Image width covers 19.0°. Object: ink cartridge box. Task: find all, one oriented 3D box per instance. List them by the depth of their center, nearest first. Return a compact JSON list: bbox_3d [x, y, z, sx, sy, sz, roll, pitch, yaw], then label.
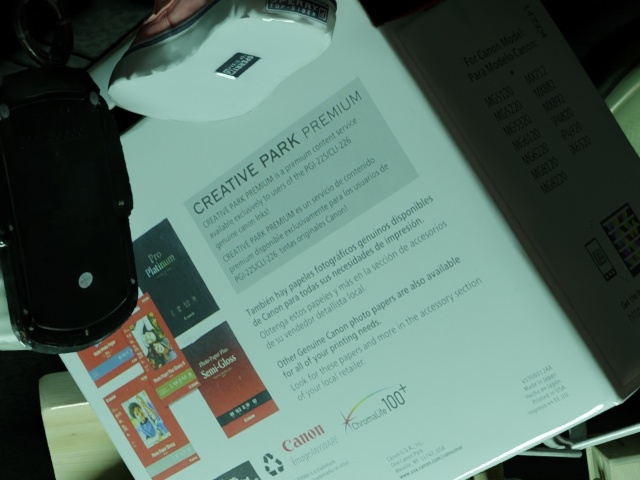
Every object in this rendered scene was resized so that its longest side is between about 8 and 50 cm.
[{"bbox_3d":[0.000,0.000,0.983,0.309,0.272,0.130,-32,180,41],"label":"ink cartridge box"}]

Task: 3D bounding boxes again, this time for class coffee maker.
[{"bbox_3d":[-0.188,-0.023,0.913,0.178,0.171,0.120,-6,162,30],"label":"coffee maker"}]

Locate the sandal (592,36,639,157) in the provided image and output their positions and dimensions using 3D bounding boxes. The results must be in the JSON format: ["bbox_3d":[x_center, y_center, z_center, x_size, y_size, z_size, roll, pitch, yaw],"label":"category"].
[{"bbox_3d":[0.270,-0.086,1.016,0.303,0.086,0.120,-20,155,21],"label":"sandal"}]

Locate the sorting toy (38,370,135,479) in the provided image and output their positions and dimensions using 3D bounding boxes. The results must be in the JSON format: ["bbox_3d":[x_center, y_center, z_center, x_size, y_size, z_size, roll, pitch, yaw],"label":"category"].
[{"bbox_3d":[-0.056,0.098,1.291,0.257,0.089,0.255,-7,156,-7],"label":"sorting toy"}]

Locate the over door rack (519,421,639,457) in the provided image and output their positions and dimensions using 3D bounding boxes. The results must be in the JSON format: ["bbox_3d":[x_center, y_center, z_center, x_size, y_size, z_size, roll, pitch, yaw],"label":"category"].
[{"bbox_3d":[0.229,0.097,1.354,0.239,0.108,0.324,-21,175,23],"label":"over door rack"}]

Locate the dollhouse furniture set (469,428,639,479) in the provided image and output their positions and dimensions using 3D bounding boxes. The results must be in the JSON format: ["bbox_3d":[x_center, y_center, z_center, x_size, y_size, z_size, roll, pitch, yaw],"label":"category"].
[{"bbox_3d":[0.158,0.258,1.551,0.242,0.161,0.212,-9,-174,-3],"label":"dollhouse furniture set"}]

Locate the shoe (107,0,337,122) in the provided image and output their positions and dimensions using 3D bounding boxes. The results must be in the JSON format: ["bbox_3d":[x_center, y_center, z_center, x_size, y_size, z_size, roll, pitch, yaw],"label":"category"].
[{"bbox_3d":[-0.041,-0.109,0.846,0.063,0.081,0.178,13,164,-23],"label":"shoe"}]

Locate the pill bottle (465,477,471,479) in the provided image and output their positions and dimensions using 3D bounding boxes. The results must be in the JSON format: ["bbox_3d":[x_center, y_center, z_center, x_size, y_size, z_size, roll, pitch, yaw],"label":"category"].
[{"bbox_3d":[-0.065,0.253,1.267,0.204,0.204,0.361,7,152,-35],"label":"pill bottle"}]
